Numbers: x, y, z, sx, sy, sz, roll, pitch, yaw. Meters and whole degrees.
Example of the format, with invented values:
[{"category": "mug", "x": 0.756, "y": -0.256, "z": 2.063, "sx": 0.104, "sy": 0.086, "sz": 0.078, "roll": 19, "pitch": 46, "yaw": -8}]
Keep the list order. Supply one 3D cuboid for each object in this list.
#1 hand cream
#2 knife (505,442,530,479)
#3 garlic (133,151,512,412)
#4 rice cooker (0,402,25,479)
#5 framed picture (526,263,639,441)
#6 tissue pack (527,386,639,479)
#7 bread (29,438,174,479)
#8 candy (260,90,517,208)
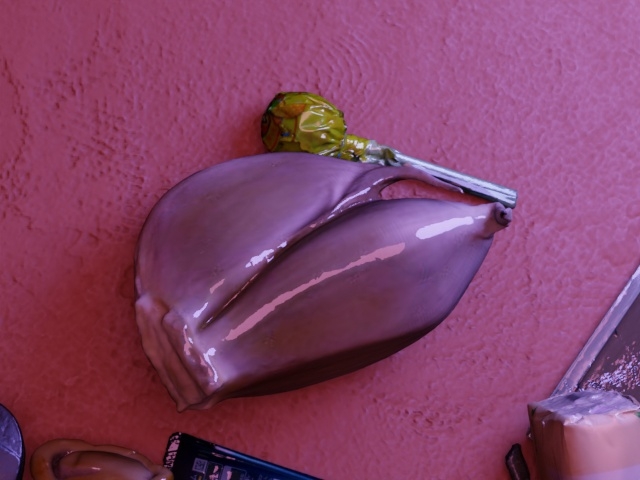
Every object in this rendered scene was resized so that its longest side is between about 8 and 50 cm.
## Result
[{"category": "hand cream", "x": -0.024, "y": 0.266, "z": 1.801, "sx": 0.270, "sy": 0.061, "sz": 0.120, "roll": 15, "pitch": 78, "yaw": 1}, {"category": "knife", "x": 0.192, "y": 0.302, "z": 1.833, "sx": 0.045, "sy": 0.021, "sz": 0.222, "roll": -11, "pitch": 86, "yaw": -7}, {"category": "garlic", "x": 0.000, "y": 0.000, "z": 1.755, "sx": 0.340, "sy": 0.246, "sz": 0.231, "roll": -29, "pitch": 75, "yaw": 9}, {"category": "rice cooker", "x": -0.324, "y": 0.219, "z": 1.748, "sx": 0.112, "sy": 0.106, "sz": 0.165, "roll": 19, "pitch": 83, "yaw": -3}, {"category": "framed picture", "x": 0.367, "y": 0.136, "z": 1.882, "sx": 0.232, "sy": 0.019, "sz": 0.296, "roll": 37, "pitch": 78, "yaw": 0}, {"category": "tissue pack", "x": 0.255, "y": 0.250, "z": 1.752, "sx": 0.090, "sy": 0.186, "sz": 0.222, "roll": -10, "pitch": 93, "yaw": -6}, {"category": "bread", "x": -0.197, "y": 0.292, "z": 1.758, "sx": 0.134, "sy": 0.081, "sz": 0.225, "roll": 0, "pitch": 79, "yaw": 7}, {"category": "candy", "x": 0.068, "y": -0.077, "z": 1.867, "sx": 0.262, "sy": 0.077, "sz": 0.073, "roll": 18, "pitch": 82, "yaw": -12}]
